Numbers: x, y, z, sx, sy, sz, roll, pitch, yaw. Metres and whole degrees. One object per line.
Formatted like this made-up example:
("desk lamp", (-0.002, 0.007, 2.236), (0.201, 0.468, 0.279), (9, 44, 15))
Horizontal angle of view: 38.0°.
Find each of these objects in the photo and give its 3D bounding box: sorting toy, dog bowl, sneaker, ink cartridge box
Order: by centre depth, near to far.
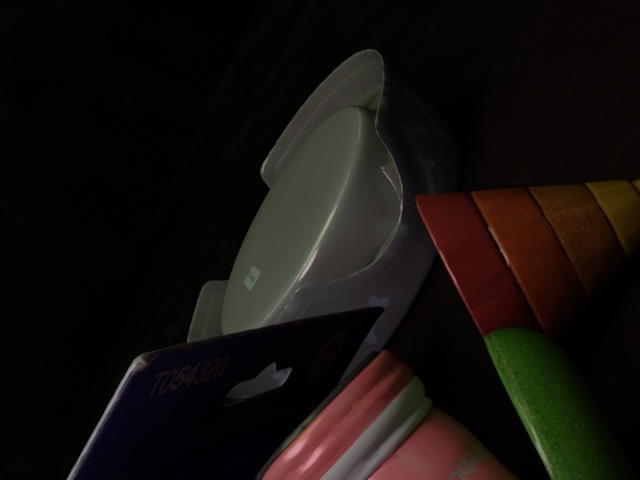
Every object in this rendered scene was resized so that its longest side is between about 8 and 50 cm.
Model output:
("sorting toy", (0.146, 0.059, 0.403), (0.126, 0.127, 0.365), (-28, 27, 8))
("sneaker", (0.021, 0.202, 0.469), (0.116, 0.136, 0.313), (-38, -27, -42))
("ink cartridge box", (-0.074, 0.199, 0.543), (0.330, 0.071, 0.324), (-58, -19, 13))
("dog bowl", (0.000, 0.000, 0.866), (0.348, 0.102, 0.348), (-54, 18, 26))
